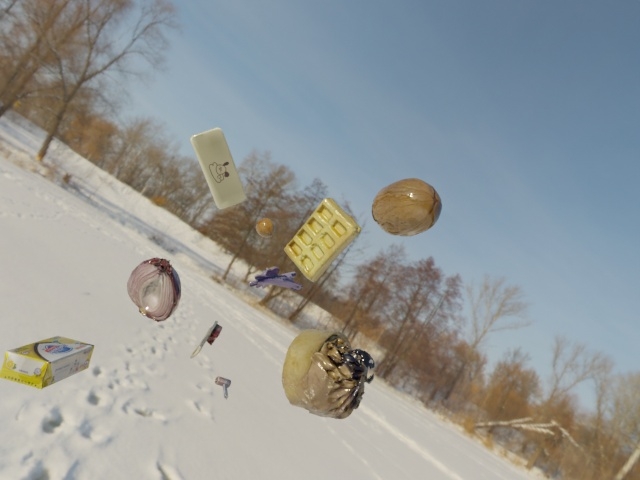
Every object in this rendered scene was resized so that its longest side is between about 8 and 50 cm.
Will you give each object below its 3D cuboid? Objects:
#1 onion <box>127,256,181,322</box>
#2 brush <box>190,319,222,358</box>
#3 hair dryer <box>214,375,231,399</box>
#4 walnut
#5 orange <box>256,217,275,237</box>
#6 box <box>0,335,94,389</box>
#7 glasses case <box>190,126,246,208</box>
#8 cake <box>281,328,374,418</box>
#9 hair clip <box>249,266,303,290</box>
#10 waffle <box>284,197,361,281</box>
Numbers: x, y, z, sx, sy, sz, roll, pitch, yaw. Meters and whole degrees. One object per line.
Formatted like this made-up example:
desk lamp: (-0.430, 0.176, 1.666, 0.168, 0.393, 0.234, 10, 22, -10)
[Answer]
onion: (-0.602, 0.163, 1.701, 0.227, 0.283, 0.120, 41, 29, 8)
brush: (-0.423, 0.376, 1.685, 0.050, 0.060, 0.321, 42, 3, -5)
hair dryer: (-0.411, 0.632, 1.902, 0.063, 0.037, 0.114, 32, 16, -33)
walnut: (0.239, -0.090, 1.252, 0.167, 0.167, 0.207, 36, -28, -24)
orange: (-0.223, -0.050, 1.825, 0.085, 0.085, 0.085, 31, -10, 6)
box: (-0.977, 0.433, 1.619, 0.169, 0.097, 0.265, 13, 1, 7)
glasses case: (-0.408, -0.288, 1.803, 0.070, 0.131, 0.312, -135, -154, -65)
cake: (0.061, 0.507, 1.699, 0.321, 0.332, 0.332, 3, -26, 35)
hair clip: (-0.212, 0.184, 2.070, 0.279, 0.137, 0.090, 14, 39, -40)
waffle: (0.000, 0.000, 1.544, 0.168, 0.274, 0.057, 51, 23, 23)
